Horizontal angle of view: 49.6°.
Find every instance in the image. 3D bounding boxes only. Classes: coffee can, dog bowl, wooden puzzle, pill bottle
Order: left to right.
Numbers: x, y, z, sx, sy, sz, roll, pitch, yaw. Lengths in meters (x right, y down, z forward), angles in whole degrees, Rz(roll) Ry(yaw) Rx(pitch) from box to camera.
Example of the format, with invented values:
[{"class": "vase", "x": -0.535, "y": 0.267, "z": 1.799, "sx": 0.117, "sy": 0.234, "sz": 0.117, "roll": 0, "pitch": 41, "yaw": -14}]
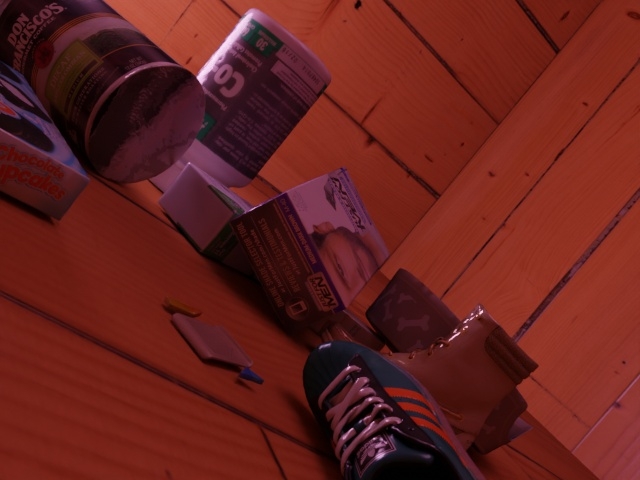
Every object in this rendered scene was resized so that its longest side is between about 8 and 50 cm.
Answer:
[{"class": "coffee can", "x": -0.338, "y": -0.246, "z": 1.065, "sx": 0.275, "sy": 0.201, "sz": 0.201, "roll": 41, "pitch": 5, "yaw": 25}, {"class": "wooden puzzle", "x": -0.109, "y": 0.101, "z": 0.688, "sx": 0.078, "sy": 0.014, "sz": 0.116, "roll": 28, "pitch": 11, "yaw": -48}, {"class": "pill bottle", "x": -0.164, "y": -0.230, "z": 1.302, "sx": 0.204, "sy": 0.361, "sz": 0.204, "roll": 39, "pitch": 4, "yaw": -3}, {"class": "dog bowl", "x": 0.209, "y": 0.212, "z": 1.181, "sx": 0.349, "sy": 0.102, "sz": 0.349, "roll": 51, "pitch": -3, "yaw": 4}]

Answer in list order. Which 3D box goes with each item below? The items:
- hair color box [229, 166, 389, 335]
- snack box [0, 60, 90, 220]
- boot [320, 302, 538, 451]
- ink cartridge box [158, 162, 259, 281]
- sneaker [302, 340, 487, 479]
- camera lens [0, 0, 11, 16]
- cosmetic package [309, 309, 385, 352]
[{"class": "hair color box", "x": 0.000, "y": 0.000, "z": 1.103, "sx": 0.185, "sy": 0.110, "sz": 0.339, "roll": 63, "pitch": 21, "yaw": -4}, {"class": "snack box", "x": -0.375, "y": -0.152, "z": 0.725, "sx": 0.187, "sy": 0.060, "sz": 0.322, "roll": 33, "pitch": 7, "yaw": -45}, {"class": "boot", "x": 0.150, "y": 0.158, "z": 0.979, "sx": 0.262, "sy": 0.203, "sz": 0.095, "roll": 41, "pitch": 4, "yaw": 10}, {"class": "ink cartridge box", "x": -0.141, "y": -0.018, "z": 1.137, "sx": 0.153, "sy": 0.087, "sz": 0.208, "roll": 43, "pitch": 5, "yaw": 37}, {"class": "sneaker", "x": 0.063, "y": 0.185, "z": 0.624, "sx": 0.302, "sy": 0.108, "sz": 0.121, "roll": 45, "pitch": 3, "yaw": 42}, {"class": "camera lens", "x": -0.622, "y": -0.497, "z": 1.141, "sx": 0.219, "sy": 0.219, "sz": 0.274, "roll": 42, "pitch": 5, "yaw": 36}, {"class": "cosmetic package", "x": 0.044, "y": 0.152, "z": 1.131, "sx": 0.115, "sy": 0.060, "sz": 0.041, "roll": 38, "pitch": 5, "yaw": 0}]
